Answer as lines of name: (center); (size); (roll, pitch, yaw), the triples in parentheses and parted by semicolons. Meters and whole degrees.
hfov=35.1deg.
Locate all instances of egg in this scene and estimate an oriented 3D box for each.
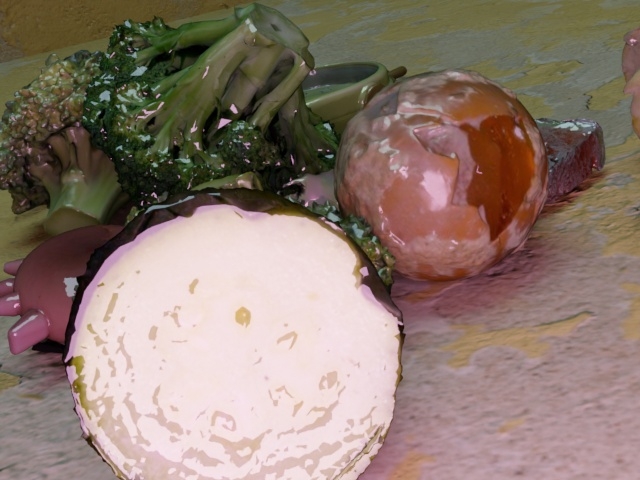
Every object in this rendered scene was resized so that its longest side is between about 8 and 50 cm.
egg: (0.112, -0.060, 0.918); (0.195, 0.195, 0.233); (3, 15, 37)

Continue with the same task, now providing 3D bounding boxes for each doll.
doll: (-0.211, 0.047, 0.966); (0.211, 0.093, 0.262); (-7, 28, -16)

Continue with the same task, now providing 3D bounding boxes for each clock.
clock: (0.006, -0.184, 1.428); (0.308, 0.096, 0.235); (-19, 20, -13)

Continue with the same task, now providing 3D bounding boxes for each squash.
squash: (-0.060, 0.076, 0.677); (0.220, 0.220, 0.133); (-18, 0, -10)

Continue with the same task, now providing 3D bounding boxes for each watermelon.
watermelon: (0.210, -0.072, 1.067); (0.187, 0.071, 0.139); (-3, 29, 6)

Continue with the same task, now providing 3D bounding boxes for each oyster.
oyster: (-0.009, 0.002, 1.014); (0.133, 0.072, 0.209); (1, 40, 1)

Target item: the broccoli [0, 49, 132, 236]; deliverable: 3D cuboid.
broccoli: (-0.295, -0.125, 1.305); (0.288, 0.235, 0.260); (-44, -1, 36)

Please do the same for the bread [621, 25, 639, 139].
bread: (0.440, -0.138, 0.948); (0.333, 0.160, 0.333); (-12, 23, 5)

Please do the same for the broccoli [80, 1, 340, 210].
broccoli: (-0.103, -0.134, 1.109); (0.275, 0.308, 0.308); (-44, 1, 36)

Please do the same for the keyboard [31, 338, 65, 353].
keyboard: (-0.209, 0.065, 1.049); (0.063, 0.010, 0.198); (3, 27, 33)

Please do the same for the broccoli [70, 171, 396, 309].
broccoli: (-0.066, 0.033, 0.817); (0.226, 0.176, 0.198); (-28, 28, 26)
